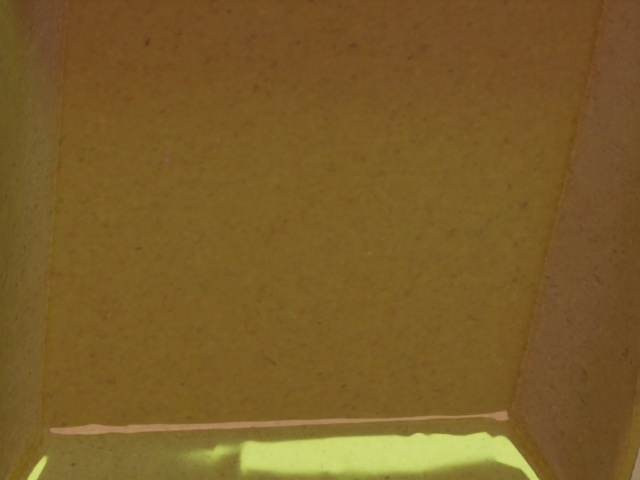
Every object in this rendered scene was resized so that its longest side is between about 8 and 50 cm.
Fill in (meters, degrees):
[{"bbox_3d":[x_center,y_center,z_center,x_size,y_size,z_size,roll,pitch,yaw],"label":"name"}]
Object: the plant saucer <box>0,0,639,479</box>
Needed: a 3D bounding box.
[{"bbox_3d":[0.000,0.000,0.865,0.333,0.081,0.333,0,123,-15],"label":"plant saucer"}]
